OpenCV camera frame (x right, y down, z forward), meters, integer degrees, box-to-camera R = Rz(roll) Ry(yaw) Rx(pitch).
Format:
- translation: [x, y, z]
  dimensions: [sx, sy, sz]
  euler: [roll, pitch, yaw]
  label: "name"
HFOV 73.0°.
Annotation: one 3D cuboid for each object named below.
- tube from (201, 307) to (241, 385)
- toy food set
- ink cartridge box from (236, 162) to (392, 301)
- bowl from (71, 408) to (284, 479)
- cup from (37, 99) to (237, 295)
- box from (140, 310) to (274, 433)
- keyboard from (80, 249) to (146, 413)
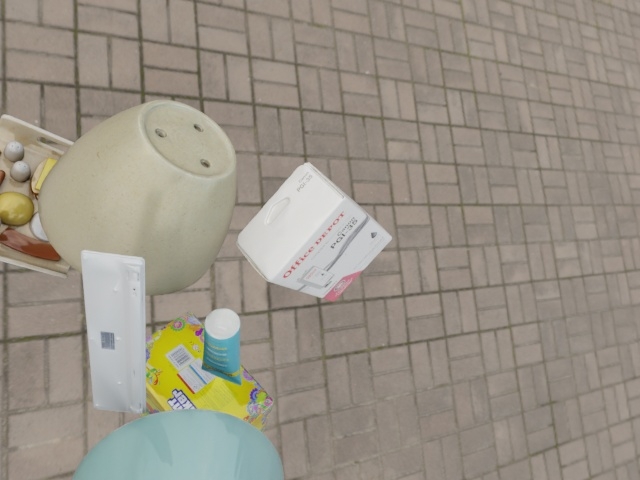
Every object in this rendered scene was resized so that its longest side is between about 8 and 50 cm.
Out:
- translation: [-0.165, 0.187, 0.723]
  dimensions: [0.080, 0.207, 0.052]
  euler: [25, 50, 8]
  label: "tube"
- translation: [-0.595, -0.090, 0.897]
  dimensions: [0.220, 0.092, 0.306]
  euler: [23, 59, -32]
  label: "toy food set"
- translation: [0.000, 0.000, 0.872]
  dimensions: [0.207, 0.283, 0.117]
  euler: [-48, 61, 8]
  label: "ink cartridge box"
- translation: [-0.190, 0.407, 0.579]
  dimensions: [0.312, 0.163, 0.311]
  euler: [-4, 108, -13]
  label: "bowl"
- translation: [-0.281, -0.104, 0.764]
  dimensions: [0.331, 0.237, 0.331]
  euler: [27, 41, -27]
  label: "cup"
- translation: [-0.281, 0.373, 0.986]
  dimensions: [0.290, 0.279, 0.177]
  euler: [40, 50, 21]
  label: "box"
- translation: [-0.262, 0.129, 0.555]
  dimensions: [0.072, 0.014, 0.255]
  euler: [11, 116, -1]
  label: "keyboard"
